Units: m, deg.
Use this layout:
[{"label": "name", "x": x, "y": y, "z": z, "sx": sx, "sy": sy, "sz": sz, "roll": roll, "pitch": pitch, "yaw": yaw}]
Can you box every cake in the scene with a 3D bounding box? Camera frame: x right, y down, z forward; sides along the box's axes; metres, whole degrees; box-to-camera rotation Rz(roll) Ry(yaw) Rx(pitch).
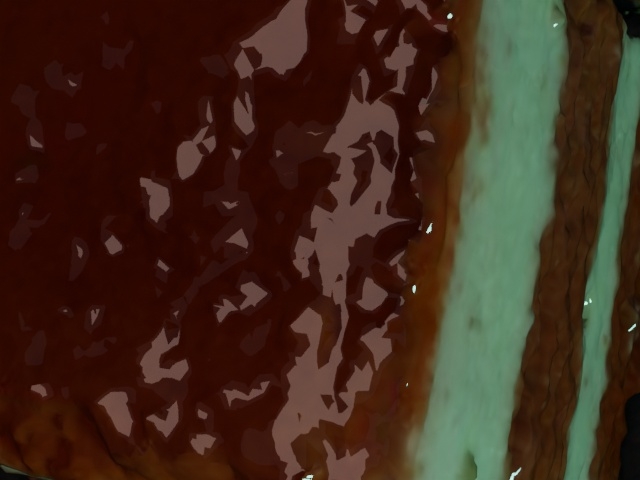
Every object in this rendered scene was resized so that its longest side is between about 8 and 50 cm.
[{"label": "cake", "x": 0.000, "y": 0.000, "z": 0.754, "sx": 0.270, "sy": 0.319, "sz": 0.269, "roll": 7, "pitch": 84, "yaw": 24}]

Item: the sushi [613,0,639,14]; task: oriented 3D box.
[{"label": "sushi", "x": 0.149, "y": -0.179, "z": 0.849, "sx": 0.097, "sy": 0.103, "sz": 0.226, "roll": -41, "pitch": 61, "yaw": -17}]
